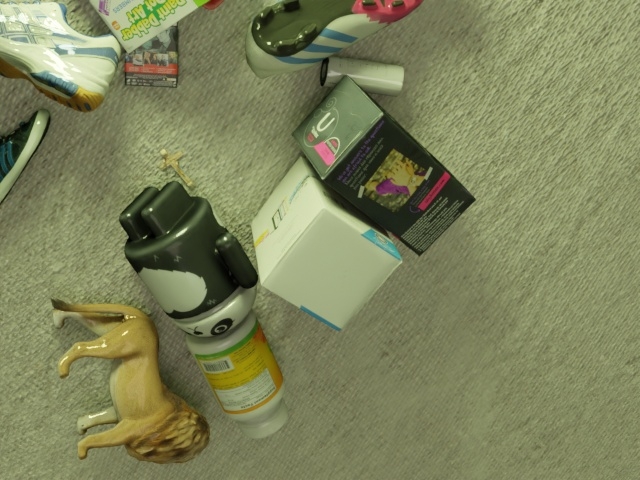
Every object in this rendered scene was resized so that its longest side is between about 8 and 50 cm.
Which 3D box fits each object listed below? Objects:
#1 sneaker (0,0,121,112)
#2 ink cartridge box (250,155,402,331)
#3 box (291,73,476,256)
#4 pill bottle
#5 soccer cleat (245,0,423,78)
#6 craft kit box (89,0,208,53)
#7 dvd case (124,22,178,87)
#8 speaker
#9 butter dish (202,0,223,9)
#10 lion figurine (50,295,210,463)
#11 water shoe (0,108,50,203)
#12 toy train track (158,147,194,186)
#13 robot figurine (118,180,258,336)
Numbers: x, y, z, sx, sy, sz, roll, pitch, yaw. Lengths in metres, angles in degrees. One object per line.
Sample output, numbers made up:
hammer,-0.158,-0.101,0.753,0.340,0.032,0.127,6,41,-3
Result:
sneaker,-0.450,-0.314,1.155,0.296,0.112,0.131,27,75,-11
ink cartridge box,0.000,0.000,1.301,0.171,0.233,0.168,32,107,-23
box,0.106,-0.122,1.274,0.143,0.165,0.270,-46,127,11
pill bottle,-0.148,0.253,1.442,0.136,0.136,0.246,-21,117,-1
soccer cleat,0.020,-0.360,1.219,0.331,0.143,0.116,-27,85,-19
craft kit box,-0.262,-0.426,1.075,0.249,0.061,0.247,-19,120,37
dvd case,-0.274,-0.309,1.227,0.087,0.013,0.120,0,115,-11
speaker,0.071,-0.279,1.284,0.136,0.055,0.055,5,113,-13
butter dish,-0.169,-0.444,1.126,0.160,0.118,0.160,40,101,-24
lion figurine,-0.347,0.259,1.409,0.240,0.142,0.393,-12,112,-14
water shoe,-0.515,-0.138,1.226,0.080,0.073,0.203,33,104,-20
toy train track,-0.249,-0.124,1.316,0.048,0.014,0.083,-35,116,6
robot figurine,-0.226,0.038,1.306,0.173,0.209,0.278,-34,117,-9
